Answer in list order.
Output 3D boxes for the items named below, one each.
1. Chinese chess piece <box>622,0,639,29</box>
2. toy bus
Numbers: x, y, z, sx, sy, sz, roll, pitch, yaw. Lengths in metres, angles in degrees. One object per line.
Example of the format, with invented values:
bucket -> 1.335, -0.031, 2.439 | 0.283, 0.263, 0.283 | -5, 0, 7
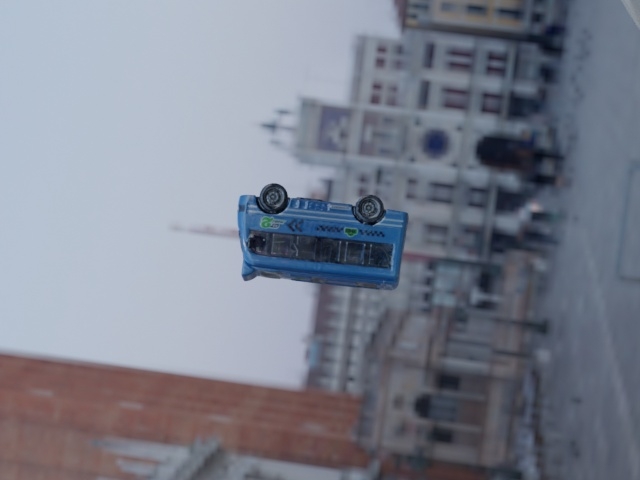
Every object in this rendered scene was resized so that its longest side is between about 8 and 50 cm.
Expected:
Chinese chess piece -> 0.215, -0.151, 0.593 | 0.104, 0.257, 0.257 | 48, 149, 39
toy bus -> 0.000, 0.000, 0.834 | 0.038, 0.083, 0.046 | 86, -169, -81
